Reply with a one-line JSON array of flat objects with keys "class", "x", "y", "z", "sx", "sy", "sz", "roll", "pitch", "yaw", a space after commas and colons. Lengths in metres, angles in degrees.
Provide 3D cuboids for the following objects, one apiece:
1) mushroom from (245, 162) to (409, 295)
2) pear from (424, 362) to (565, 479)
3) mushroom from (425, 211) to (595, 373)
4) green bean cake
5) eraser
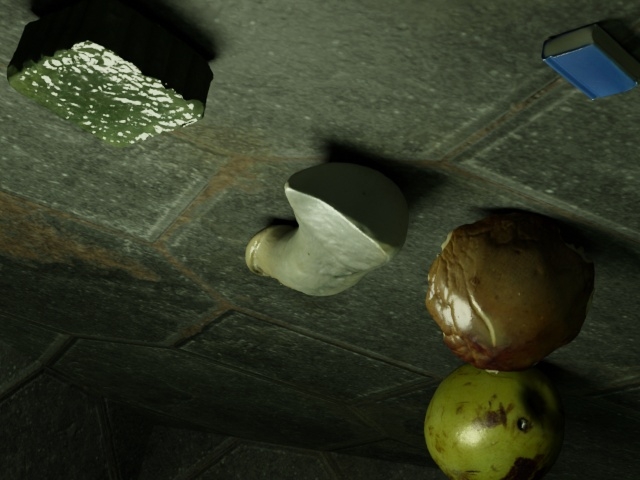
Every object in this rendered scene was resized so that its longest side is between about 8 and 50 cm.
[{"class": "mushroom", "x": 0.000, "y": 0.000, "z": 1.557, "sx": 0.177, "sy": 0.126, "sz": 0.397, "roll": 27, "pitch": 158, "yaw": -5}, {"class": "pear", "x": 0.341, "y": 0.357, "z": 2.060, "sx": 0.284, "sy": 0.283, "sz": 0.283, "roll": 12, "pitch": 159, "yaw": 5}, {"class": "mushroom", "x": 0.236, "y": 0.072, "z": 1.552, "sx": 0.302, "sy": 0.208, "sz": 0.233, "roll": -6, "pitch": 112, "yaw": 64}, {"class": "green bean cake", "x": -0.240, "y": -0.196, "z": 1.245, "sx": 0.185, "sy": 0.094, "sz": 0.183, "roll": -7, "pitch": 150, "yaw": 42}, {"class": "eraser", "x": 0.270, "y": -0.176, "z": 1.063, "sx": 0.085, "sy": 0.027, "sz": 0.063, "roll": 29, "pitch": 153, "yaw": -34}]
